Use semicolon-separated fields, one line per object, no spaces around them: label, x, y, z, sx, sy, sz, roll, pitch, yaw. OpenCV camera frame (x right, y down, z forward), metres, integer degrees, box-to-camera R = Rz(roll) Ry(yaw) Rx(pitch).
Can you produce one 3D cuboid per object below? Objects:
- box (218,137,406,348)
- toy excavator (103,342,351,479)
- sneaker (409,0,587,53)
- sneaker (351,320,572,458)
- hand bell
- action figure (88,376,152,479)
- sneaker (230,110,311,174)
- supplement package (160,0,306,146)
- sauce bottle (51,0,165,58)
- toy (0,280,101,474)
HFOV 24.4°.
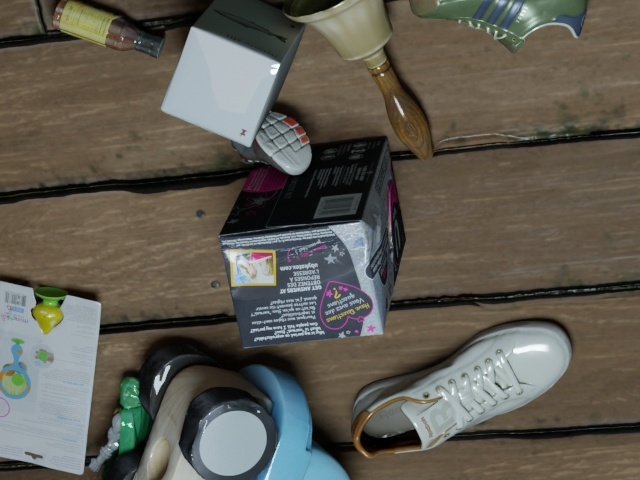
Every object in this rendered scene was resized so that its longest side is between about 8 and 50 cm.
box;0.000;0.000;1.647;0.163;0.247;0.142;-6;114;12
toy excavator;-0.043;0.385;1.839;0.445;0.222;0.433;17;96;-26
sneaker;0.196;-0.243;1.608;0.192;0.064;0.086;-8;107;9
sneaker;0.169;0.194;1.775;0.290;0.123;0.106;-26;105;18
hand bell;0.068;-0.187;1.648;0.126;0.126;0.242;-21;120;17
action figure;-0.255;0.281;1.898;0.063;0.137;0.232;17;107;16
sneaker;-0.065;-0.112;1.690;0.158;0.061;0.065;46;141;37
supplement package;-0.091;-0.193;1.615;0.105;0.179;0.105;23;115;-2
sauce bottle;-0.242;-0.241;1.697;0.128;0.042;0.042;20;115;-1
toy;-0.349;0.170;1.886;0.137;0.056;0.237;11;110;8
